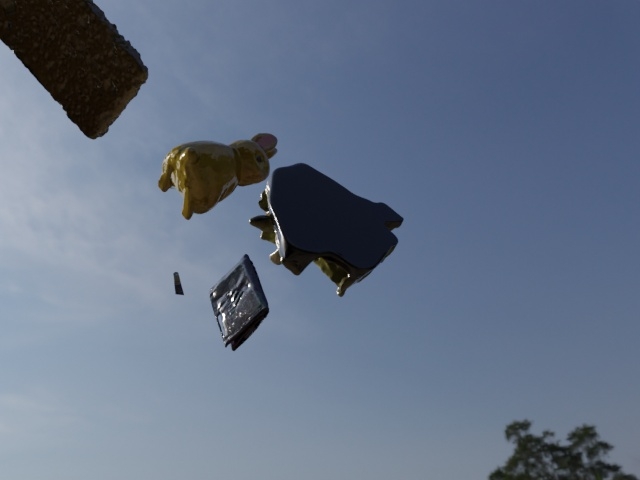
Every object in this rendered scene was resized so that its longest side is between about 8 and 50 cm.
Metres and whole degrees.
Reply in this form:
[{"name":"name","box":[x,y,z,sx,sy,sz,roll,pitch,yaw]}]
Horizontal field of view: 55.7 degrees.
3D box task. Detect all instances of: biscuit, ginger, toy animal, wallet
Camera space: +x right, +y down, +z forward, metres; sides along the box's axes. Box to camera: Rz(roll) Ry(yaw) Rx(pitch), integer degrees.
[{"name":"biscuit","box":[-0.311,-0.245,0.718,0.131,0.237,0.026,-40,1,28]},{"name":"ginger","box":[0.000,0.000,1.452,0.358,0.413,0.211,21,-55,-10]},{"name":"toy animal","box":[-0.095,-0.087,0.674,0.159,0.070,0.083,-25,-23,-44]},{"name":"wallet","box":[-0.150,0.112,1.124,0.111,0.166,0.030,-43,-49,13]}]

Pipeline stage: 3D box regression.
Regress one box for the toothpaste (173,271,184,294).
[{"name":"toothpaste","box":[-0.369,0.114,1.570,0.024,0.015,0.083,7,-45,2]}]
